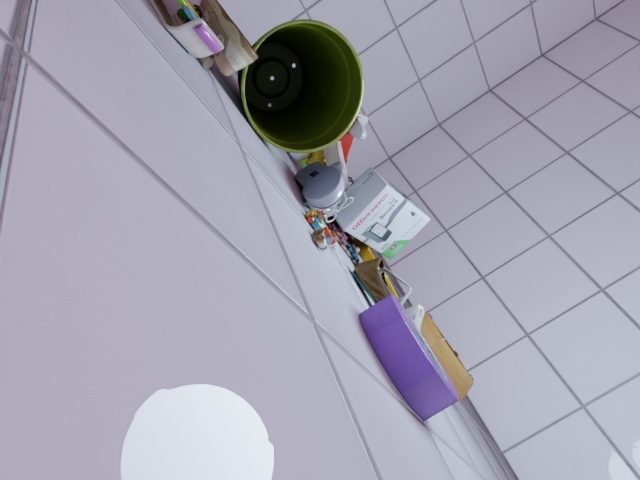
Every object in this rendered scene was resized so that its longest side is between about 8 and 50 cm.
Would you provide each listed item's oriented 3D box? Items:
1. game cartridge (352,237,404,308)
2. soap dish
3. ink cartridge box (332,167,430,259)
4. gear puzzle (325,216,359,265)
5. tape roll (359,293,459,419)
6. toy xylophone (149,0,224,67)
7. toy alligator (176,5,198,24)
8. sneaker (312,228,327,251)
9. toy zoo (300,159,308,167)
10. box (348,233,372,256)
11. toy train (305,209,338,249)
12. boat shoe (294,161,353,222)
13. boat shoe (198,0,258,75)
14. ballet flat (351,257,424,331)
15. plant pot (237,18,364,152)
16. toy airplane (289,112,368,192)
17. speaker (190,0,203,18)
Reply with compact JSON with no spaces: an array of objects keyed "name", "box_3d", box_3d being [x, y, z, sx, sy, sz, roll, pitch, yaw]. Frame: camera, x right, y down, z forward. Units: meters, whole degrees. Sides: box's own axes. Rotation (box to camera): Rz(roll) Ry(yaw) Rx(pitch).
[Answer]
[{"name":"game cartridge","box_3d":[0.219,0.157,1.843,0.285,0.053,0.323,60,5,-27]},{"name":"soap dish","box_3d":[0.442,0.427,1.987,0.291,0.118,0.229,53,8,-21]},{"name":"ink cartridge box","box_3d":[0.206,-0.086,1.826,0.289,0.211,0.121,29,20,-43]},{"name":"gear puzzle","box_3d":[0.067,-0.053,1.891,0.175,0.044,0.339,52,8,-31]},{"name":"tape roll","box_3d":[0.199,0.260,1.202,0.275,0.090,0.275,56,6,-9]},{"name":"toy xylophone","box_3d":[-0.335,-0.554,1.260,0.322,0.081,0.236,58,7,11]},{"name":"toy alligator","box_3d":[-0.379,-0.642,1.512,0.051,0.056,0.189,12,22,-14]},{"name":"sneaker","box_3d":[0.000,0.000,1.280,0.083,0.032,0.037,-96,165,-65]},{"name":"toy zoo","box_3d":[-0.037,-0.319,2.458,0.293,0.030,0.192,53,7,-26]},{"name":"box","box_3d":[0.228,-0.076,2.301,0.076,0.242,0.307,54,7,-20]},{"name":"toy train","box_3d":[0.013,-0.036,1.437,0.125,0.046,0.166,57,7,5]},{"name":"boat shoe","box_3d":[0.017,-0.130,1.626,0.156,0.136,0.367,57,-3,-21]},{"name":"boat shoe","box_3d":[-0.278,-0.554,1.423,0.121,0.110,0.341,45,10,-46]},{"name":"ballet flat","box_3d":[0.215,0.184,1.500,0.342,0.124,0.116,61,9,32]},{"name":"plant pot","box_3d":[-0.105,-0.491,1.646,0.366,0.366,0.353,52,-3,-31]},{"name":"toy airplane","box_3d":[0.019,-0.360,2.008,0.386,0.272,0.384,-139,-132,-69]},{"name":"speaker","box_3d":[-0.427,-0.781,1.775,0.055,0.055,0.136,50,10,-43]}]
